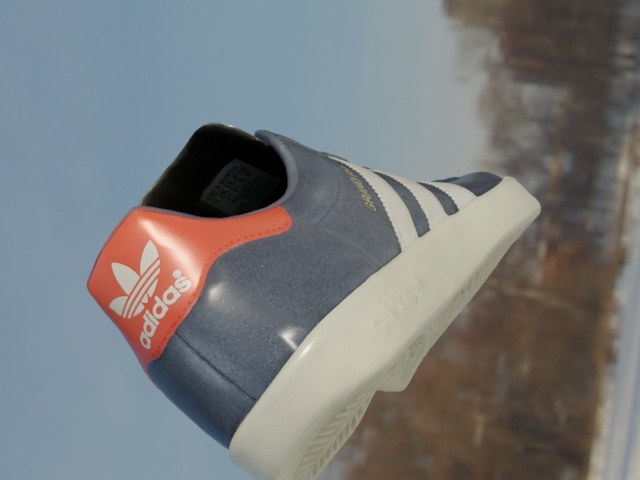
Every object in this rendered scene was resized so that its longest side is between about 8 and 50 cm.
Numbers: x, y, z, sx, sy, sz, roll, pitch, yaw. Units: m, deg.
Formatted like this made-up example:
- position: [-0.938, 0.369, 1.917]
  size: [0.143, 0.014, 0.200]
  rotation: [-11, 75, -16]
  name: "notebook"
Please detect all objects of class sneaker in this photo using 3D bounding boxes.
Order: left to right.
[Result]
- position: [0.000, 0.000, 0.966]
  size: [0.131, 0.148, 0.350]
  rotation: [-54, -8, 16]
  name: "sneaker"
